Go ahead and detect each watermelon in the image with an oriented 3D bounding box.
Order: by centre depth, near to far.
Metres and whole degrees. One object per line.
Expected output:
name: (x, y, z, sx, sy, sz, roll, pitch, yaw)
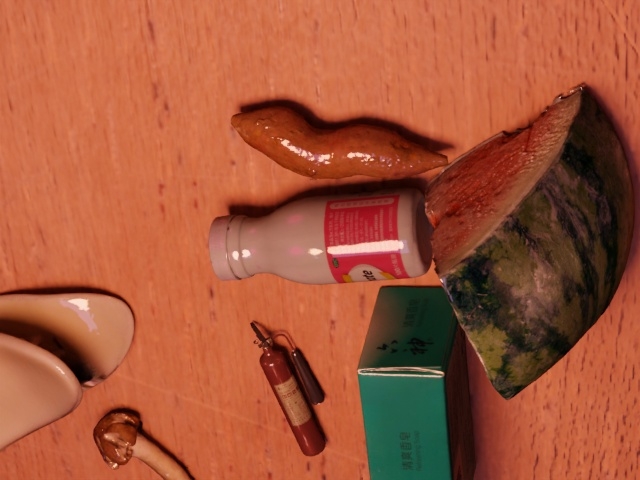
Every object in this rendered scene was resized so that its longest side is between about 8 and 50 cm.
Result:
watermelon: (0.170, 0.009, 1.761, 0.201, 0.261, 0.213, 8, 134, 42)

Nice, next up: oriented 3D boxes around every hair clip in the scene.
hair clip: (-0.337, 0.142, 2.020, 0.282, 0.113, 0.172, -20, 117, 31)

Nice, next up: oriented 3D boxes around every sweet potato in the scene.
sweet potato: (0.017, -0.088, 1.804, 0.218, 0.051, 0.065, 12, 123, 5)

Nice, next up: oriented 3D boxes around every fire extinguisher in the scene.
fire extinguisher: (-0.028, 0.161, 1.998, 0.049, 0.035, 0.173, -9, 124, 23)

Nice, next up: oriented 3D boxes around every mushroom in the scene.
mushroom: (-0.187, 0.265, 2.094, 0.060, 0.061, 0.187, -32, 116, 24)

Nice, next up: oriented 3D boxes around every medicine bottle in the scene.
medicine bottle: (0.000, 0.000, 1.844, 0.217, 0.090, 0.090, -5, 122, 17)

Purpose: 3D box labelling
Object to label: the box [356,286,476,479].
box: (0.103, 0.187, 1.911, 0.092, 0.153, 0.245, 1, 122, 13)
